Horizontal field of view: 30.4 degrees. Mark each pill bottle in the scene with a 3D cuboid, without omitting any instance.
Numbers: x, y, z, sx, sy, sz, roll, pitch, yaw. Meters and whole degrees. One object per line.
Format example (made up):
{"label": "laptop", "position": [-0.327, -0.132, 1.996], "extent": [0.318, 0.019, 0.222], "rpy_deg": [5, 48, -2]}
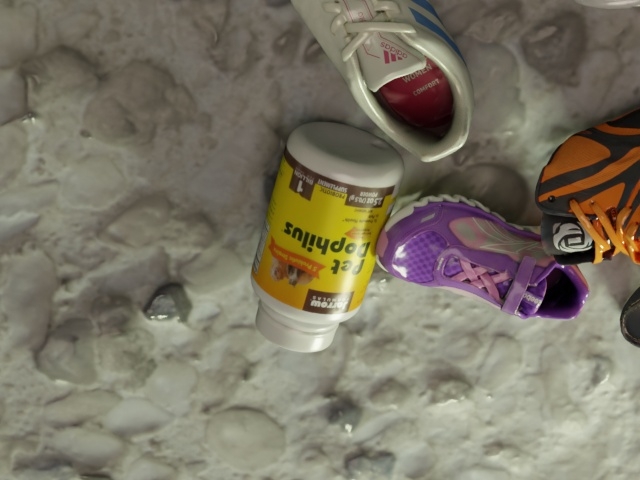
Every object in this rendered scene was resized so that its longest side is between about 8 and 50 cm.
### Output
{"label": "pill bottle", "position": [0.000, 0.000, 1.164], "extent": [0.117, 0.117, 0.215], "rpy_deg": [14, 116, -5]}

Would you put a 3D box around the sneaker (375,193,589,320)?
{"label": "sneaker", "position": [0.168, 0.027, 1.145], "extent": [0.236, 0.104, 0.095], "rpy_deg": [11, 119, -26]}

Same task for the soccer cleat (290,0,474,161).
{"label": "soccer cleat", "position": [0.038, -0.213, 1.040], "extent": [0.116, 0.143, 0.331], "rpy_deg": [-32, 111, 17]}

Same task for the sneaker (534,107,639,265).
{"label": "sneaker", "position": [0.296, 0.013, 1.062], "extent": [0.180, 0.321, 0.124], "rpy_deg": [-14, 135, 11]}

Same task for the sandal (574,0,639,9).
{"label": "sandal", "position": [0.339, -0.274, 1.032], "extent": [0.265, 0.102, 0.076], "rpy_deg": [-18, 114, 1]}

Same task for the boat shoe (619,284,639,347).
{"label": "boat shoe", "position": [0.391, 0.063, 1.148], "extent": [0.254, 0.079, 0.095], "rpy_deg": [-19, 102, 46]}
